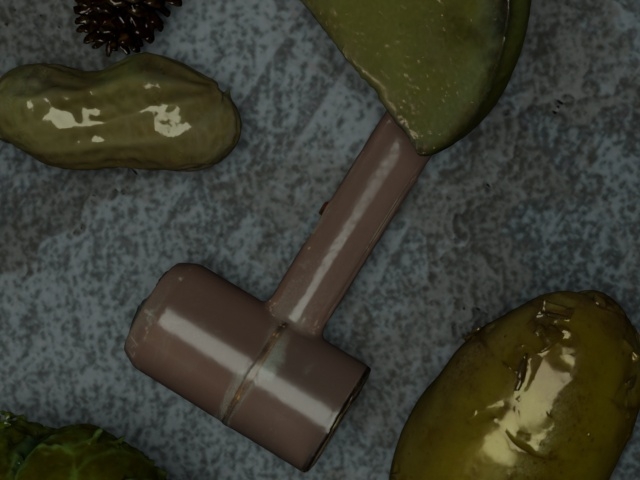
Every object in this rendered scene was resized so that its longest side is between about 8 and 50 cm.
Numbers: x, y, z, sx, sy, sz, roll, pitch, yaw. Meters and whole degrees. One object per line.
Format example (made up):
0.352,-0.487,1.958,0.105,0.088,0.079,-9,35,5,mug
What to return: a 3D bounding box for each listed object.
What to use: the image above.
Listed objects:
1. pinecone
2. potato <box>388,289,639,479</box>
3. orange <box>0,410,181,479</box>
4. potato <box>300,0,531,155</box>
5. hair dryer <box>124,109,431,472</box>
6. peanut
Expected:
-0.167,-0.210,1.663,0.102,0.102,0.109,33,103,4,pinecone
0.154,0.172,1.615,0.173,0.140,0.300,26,98,-3,potato
-0.240,0.291,1.595,0.301,0.223,0.300,7,53,12,orange
0.077,-0.198,1.614,0.269,0.112,0.255,-14,92,38,potato
0.000,0.000,1.660,0.189,0.107,0.344,31,84,6,hair dryer
-0.173,-0.105,1.661,0.214,0.090,0.099,-1,130,4,peanut
